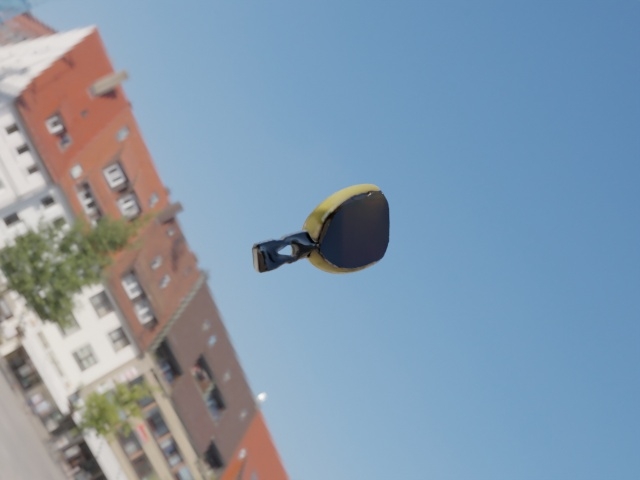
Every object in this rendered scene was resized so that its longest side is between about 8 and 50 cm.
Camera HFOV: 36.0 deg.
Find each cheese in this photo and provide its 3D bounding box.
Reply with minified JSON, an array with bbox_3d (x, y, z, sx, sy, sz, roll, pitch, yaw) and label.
[{"bbox_3d":[0.001,0.000,0.930,0.036,0.162,0.086,16,-65,43],"label":"cheese"}]
